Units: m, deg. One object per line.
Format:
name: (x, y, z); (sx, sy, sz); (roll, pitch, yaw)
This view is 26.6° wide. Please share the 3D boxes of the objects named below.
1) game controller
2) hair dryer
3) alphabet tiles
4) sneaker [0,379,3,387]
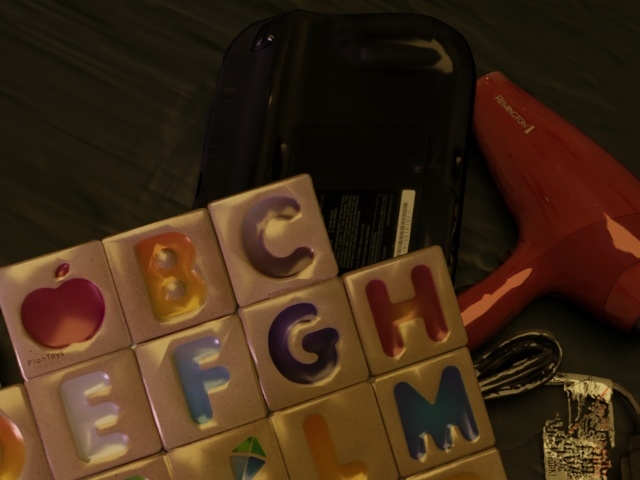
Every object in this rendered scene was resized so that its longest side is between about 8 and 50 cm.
game controller: (0.000, 0.000, 0.814); (0.166, 0.067, 0.319); (5, 68, 10)
hair dryer: (0.113, 0.028, 0.805); (0.224, 0.080, 0.293); (5, 66, 2)
alphabet tiles: (-0.037, 0.153, 0.705); (0.285, 0.011, 0.342); (-17, 95, -11)
sneaker: (-0.208, 0.106, 0.759); (0.262, 0.099, 0.121); (40, 68, 13)
